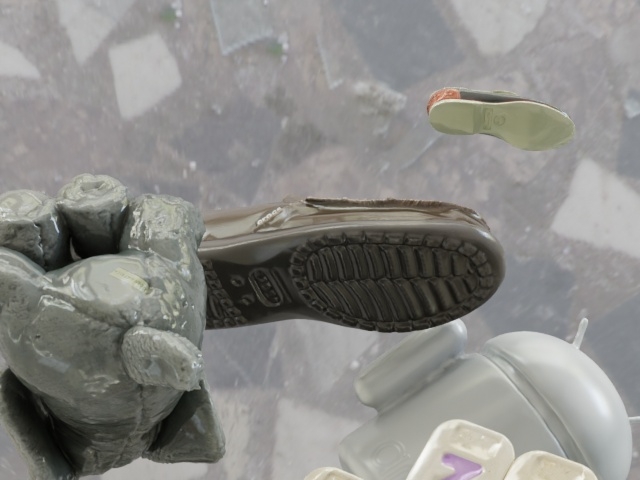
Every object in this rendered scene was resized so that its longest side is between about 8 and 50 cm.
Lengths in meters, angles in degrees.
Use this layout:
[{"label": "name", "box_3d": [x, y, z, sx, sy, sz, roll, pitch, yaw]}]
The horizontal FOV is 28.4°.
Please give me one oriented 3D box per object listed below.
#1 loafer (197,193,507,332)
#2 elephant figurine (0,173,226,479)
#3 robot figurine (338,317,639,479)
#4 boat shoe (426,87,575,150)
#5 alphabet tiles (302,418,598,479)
[{"label": "loafer", "box_3d": [0.000, 0.000, 1.218, 0.366, 0.134, 0.130, -1, 42, 20]}, {"label": "elephant figurine", "box_3d": [-0.136, 0.092, 0.793, 0.169, 0.239, 0.186, 9, 38, 6]}, {"label": "robot figurine", "box_3d": [0.160, 0.225, 1.250, 0.353, 0.200, 0.300, -34, 92, -8]}, {"label": "boat shoe", "box_3d": [0.166, -0.115, 1.166, 0.137, 0.049, 0.043, 7, 29, 1]}, {"label": "alphabet tiles", "box_3d": [0.083, 0.230, 0.709, 0.284, 0.021, 0.278, 18, 55, 27]}]
